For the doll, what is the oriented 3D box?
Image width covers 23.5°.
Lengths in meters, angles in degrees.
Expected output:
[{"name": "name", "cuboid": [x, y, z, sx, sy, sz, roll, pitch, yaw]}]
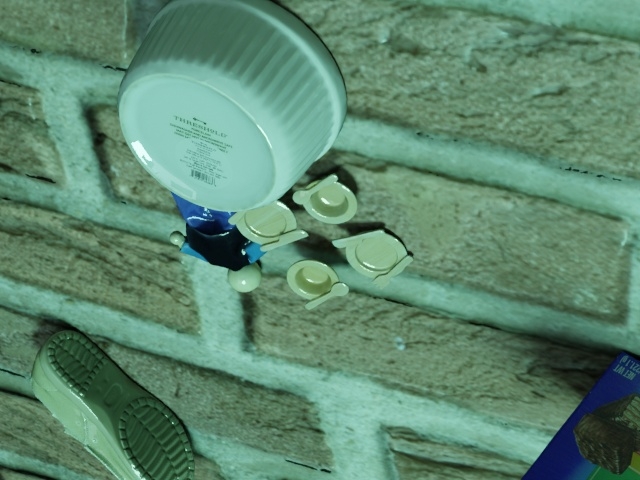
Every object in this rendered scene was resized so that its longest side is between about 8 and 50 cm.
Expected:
[{"name": "doll", "cuboid": [-0.102, -0.015, 1.603, 0.129, 0.046, 0.189, 0, 133, 23]}]

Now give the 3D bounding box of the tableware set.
[{"name": "tableware set", "cuboid": [0.000, 0.000, 1.547, 0.141, 0.020, 0.168, -25, 120, 31]}]

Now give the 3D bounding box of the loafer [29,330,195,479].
[{"name": "loafer", "cuboid": [-0.264, 0.227, 1.941, 0.268, 0.102, 0.092, 52, 140, -10]}]

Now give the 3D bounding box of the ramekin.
[{"name": "ramekin", "cuboid": [-0.090, -0.122, 1.430, 0.207, 0.109, 0.207, 18, 140, 16]}]

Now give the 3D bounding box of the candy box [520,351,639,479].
[{"name": "candy box", "cuboid": [0.301, 0.294, 1.418, 0.268, 0.317, 0.122, 32, 144, 19]}]
